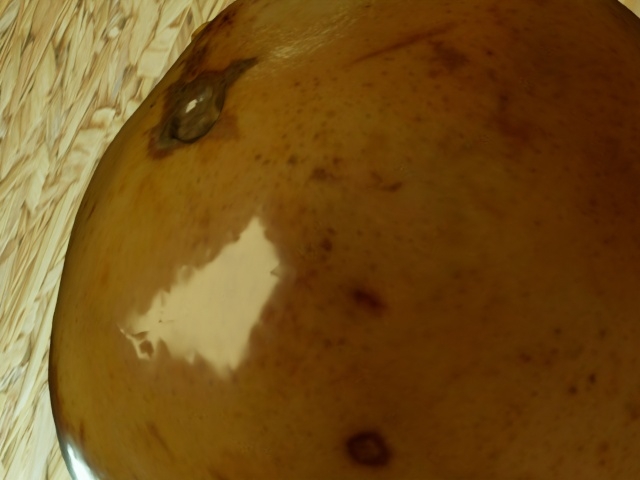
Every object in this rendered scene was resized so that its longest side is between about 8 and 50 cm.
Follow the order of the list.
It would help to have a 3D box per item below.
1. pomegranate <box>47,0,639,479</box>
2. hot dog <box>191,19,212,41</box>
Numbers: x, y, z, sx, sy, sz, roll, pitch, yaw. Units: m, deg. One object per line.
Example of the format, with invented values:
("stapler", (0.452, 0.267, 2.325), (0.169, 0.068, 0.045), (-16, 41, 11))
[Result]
("pomegranate", (0.050, 0.044, 1.085), (0.416, 0.417, 0.416), (-48, 33, 46))
("hot dog", (-0.015, -0.113, 1.635), (0.250, 0.076, 0.104), (30, 141, 36))
